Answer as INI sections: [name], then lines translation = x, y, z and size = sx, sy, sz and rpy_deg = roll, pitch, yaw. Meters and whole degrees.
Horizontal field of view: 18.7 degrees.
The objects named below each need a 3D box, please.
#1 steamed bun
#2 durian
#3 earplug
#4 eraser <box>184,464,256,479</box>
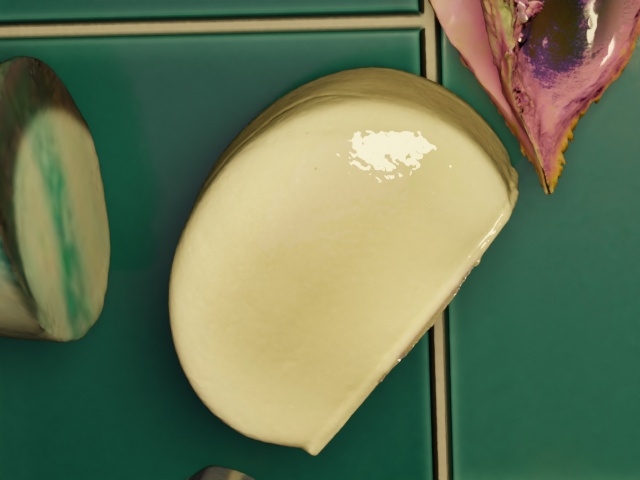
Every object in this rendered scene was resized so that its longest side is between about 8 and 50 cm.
[steamed bun]
translation = 0.000, 0.000, 1.239
size = 0.164, 0.146, 0.242
rpy_deg = 38, 106, -7
[durian]
translation = 0.102, -0.194, 1.171
size = 0.186, 0.154, 0.260
rpy_deg = 28, 152, 21
[earplug]
translation = -0.321, -0.003, 1.279
size = 0.324, 0.185, 0.185
rpy_deg = -9, 102, 15
[eraser]
translation = -0.141, 0.231, 1.351
size = 0.225, 0.082, 0.036
rpy_deg = -37, 98, 15
